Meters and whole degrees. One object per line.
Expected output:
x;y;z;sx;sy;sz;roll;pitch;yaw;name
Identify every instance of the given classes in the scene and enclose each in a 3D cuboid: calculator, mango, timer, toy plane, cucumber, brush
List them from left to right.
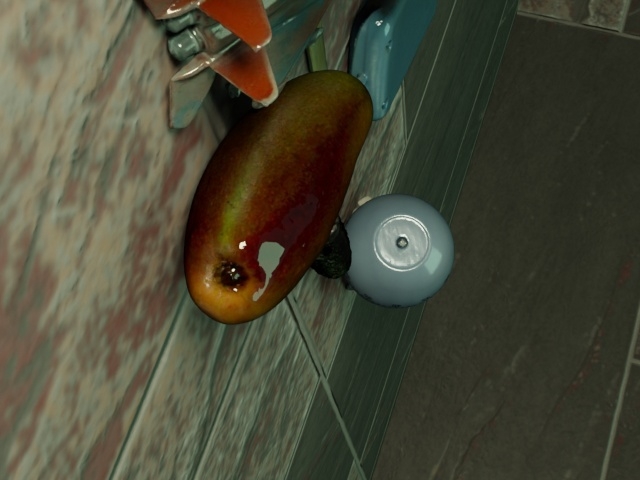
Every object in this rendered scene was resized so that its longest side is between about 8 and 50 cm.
-0.035;-0.040;0.753;0.133;0.111;0.267;94;19;-49;mango
0.001;-0.003;1.077;0.245;0.067;0.067;51;55;-77;cucumber
0.001;-0.218;0.662;0.326;0.104;0.223;-50;158;-25;toy plane
0.006;-0.168;0.972;0.033;0.030;0.178;-59;163;-19;brush
0.093;0.005;1.348;0.255;0.175;0.175;-139;-119;-73;timer
0.094;-0.276;1.170;0.173;0.051;0.293;90;20;-52;calculator
